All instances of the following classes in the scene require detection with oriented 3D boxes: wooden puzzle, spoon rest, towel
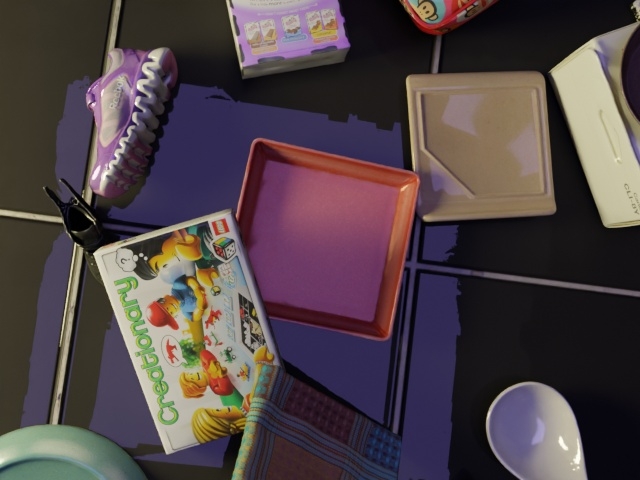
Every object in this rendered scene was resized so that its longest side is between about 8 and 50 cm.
[{"bbox_3d":[0.248,-0.148,1.035,0.221,0.044,0.238,-3,82,-6],"label":"wooden puzzle"},{"bbox_3d":[0.348,0.342,0.988,0.137,0.084,0.276,-28,90,-7],"label":"spoon rest"},{"bbox_3d":[-0.009,0.372,0.832,0.271,0.040,0.370,35,47,-26],"label":"towel"}]

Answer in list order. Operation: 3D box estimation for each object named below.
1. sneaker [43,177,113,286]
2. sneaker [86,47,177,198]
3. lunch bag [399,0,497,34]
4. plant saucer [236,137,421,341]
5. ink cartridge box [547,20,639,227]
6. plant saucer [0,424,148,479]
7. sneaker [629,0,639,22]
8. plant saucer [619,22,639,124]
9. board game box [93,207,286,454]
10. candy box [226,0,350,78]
[{"bbox_3d":[-0.327,-0.003,0.937,0.051,0.089,0.170,-28,89,-7],"label":"sneaker"},{"bbox_3d":[-0.292,-0.178,0.958,0.105,0.095,0.236,17,80,2],"label":"sneaker"},{"bbox_3d":[0.191,-0.483,0.970,0.258,0.120,0.293,-31,91,17],"label":"lunch bag"},{"bbox_3d":[0.000,0.000,0.993,0.259,0.048,0.258,12,85,-4],"label":"plant saucer"},{"bbox_3d":[0.588,-0.213,1.011,0.385,0.160,0.279,-20,88,-7],"label":"ink cartridge box"},{"bbox_3d":[-0.388,0.423,0.927,0.318,0.044,0.317,0,87,-6],"label":"plant saucer"},{"bbox_3d":[0.523,-0.375,1.084,0.037,0.032,0.083,9,80,8],"label":"sneaker"},{"bbox_3d":[0.494,-0.218,0.902,0.199,0.036,0.198,0,87,-6],"label":"plant saucer"},{"bbox_3d":[-0.168,0.128,0.925,0.193,0.053,0.305,-17,100,0],"label":"board game box"},{"bbox_3d":[-0.058,-0.360,0.999,0.165,0.070,0.196,-11,88,-6],"label":"candy box"}]
